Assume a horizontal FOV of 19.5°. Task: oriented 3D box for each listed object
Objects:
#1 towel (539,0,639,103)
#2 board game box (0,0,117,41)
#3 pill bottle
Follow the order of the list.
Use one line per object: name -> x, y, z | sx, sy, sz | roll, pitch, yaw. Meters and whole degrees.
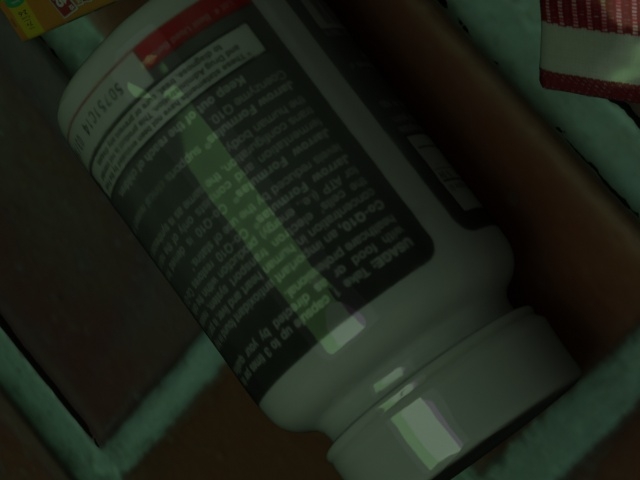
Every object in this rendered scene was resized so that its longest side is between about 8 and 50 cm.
towel -> 0.213, -0.215, 0.873 | 0.237, 0.037, 0.329 | 13, 110, 32
board game box -> -0.050, -0.184, 1.007 | 0.259, 0.124, 0.039 | -20, 111, 37
pill bottle -> 0.000, 0.000, 1.000 | 0.161, 0.161, 0.283 | -44, 77, 35
